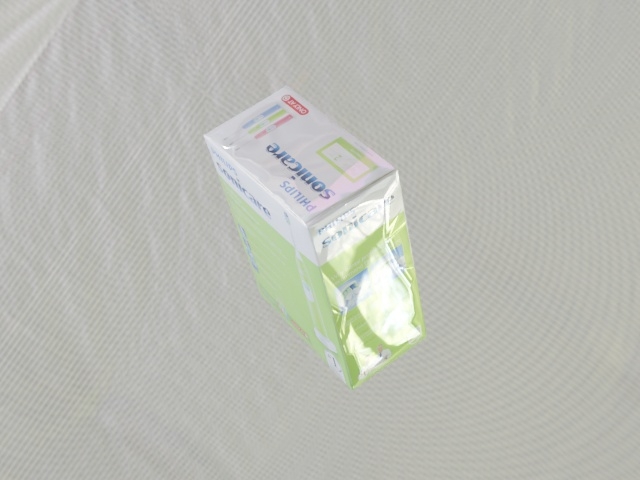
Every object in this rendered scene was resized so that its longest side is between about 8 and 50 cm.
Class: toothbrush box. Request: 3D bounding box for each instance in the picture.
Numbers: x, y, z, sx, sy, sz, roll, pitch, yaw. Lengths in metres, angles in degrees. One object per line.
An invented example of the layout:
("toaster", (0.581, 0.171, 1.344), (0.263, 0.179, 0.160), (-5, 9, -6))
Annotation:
("toothbrush box", (0.000, 0.000, 1.142), (0.122, 0.206, 0.283), (-34, -42, -16))
